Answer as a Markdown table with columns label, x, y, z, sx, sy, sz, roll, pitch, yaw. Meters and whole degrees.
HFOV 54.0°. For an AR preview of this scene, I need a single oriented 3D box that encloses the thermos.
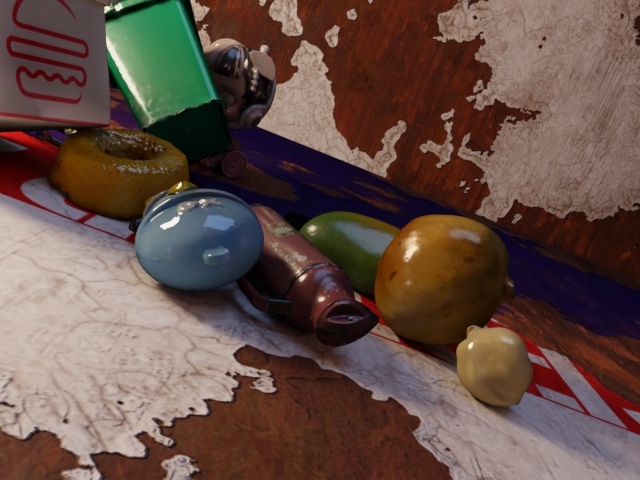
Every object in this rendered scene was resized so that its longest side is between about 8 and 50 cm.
| label | x | y | z | sx | sy | sz | roll | pitch | yaw |
| --- | --- | --- | --- | --- | --- | --- | --- | --- | --- |
| thermos | -0.047 | 0.049 | 0.943 | 0.136 | 0.109 | 0.330 | 29 | 7 | -39 |

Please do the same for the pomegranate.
| label | x | y | z | sx | sy | sz | roll | pitch | yaw |
| --- | --- | --- | --- | --- | --- | --- | --- | --- | --- |
| pomegranate | 0.200 | 0.059 | 1.047 | 0.233 | 0.233 | 0.233 | 21 | 14 | -5 |

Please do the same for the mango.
| label | x | y | z | sx | sy | sz | roll | pitch | yaw |
| --- | --- | --- | --- | --- | --- | --- | --- | --- | --- |
| mango | 0.080 | 0.024 | 1.210 | 0.251 | 0.114 | 0.156 | 21 | 57 | 9 |

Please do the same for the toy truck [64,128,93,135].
| label | x | y | z | sx | sy | sz | roll | pitch | yaw |
| --- | --- | --- | --- | --- | --- | --- | --- | --- | --- |
| toy truck | -0.538 | -0.296 | 1.418 | 0.116 | 0.085 | 0.191 | -23 | 27 | -28 |

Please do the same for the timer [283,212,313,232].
| label | x | y | z | sx | sy | sz | roll | pitch | yaw |
| --- | --- | --- | --- | --- | --- | --- | --- | --- | --- |
| timer | 0.000 | 0.000 | 1.341 | 0.188 | 0.055 | 0.144 | 19 | 17 | 4 |

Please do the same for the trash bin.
| label | x | y | z | sx | sy | sz | roll | pitch | yaw |
| --- | --- | --- | --- | --- | --- | --- | --- | --- | --- |
| trash bin | -0.381 | -0.371 | 1.459 | 0.259 | 0.295 | 0.381 | 87 | -22 | -64 |

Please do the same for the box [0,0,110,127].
| label | x | y | z | sx | sy | sz | roll | pitch | yaw |
| --- | --- | --- | --- | --- | --- | --- | --- | --- | --- |
| box | -0.567 | -0.339 | 1.042 | 0.315 | 0.299 | 0.312 | 1 | 7 | 21 |

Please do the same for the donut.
| label | x | y | z | sx | sy | sz | roll | pitch | yaw |
| --- | --- | --- | --- | --- | --- | --- | --- | --- | --- |
| donut | -0.356 | -0.119 | 1.137 | 0.254 | 0.118 | 0.253 | 12 | 27 | -6 |

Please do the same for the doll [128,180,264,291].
| label | x | y | z | sx | sy | sz | roll | pitch | yaw |
| --- | --- | --- | --- | --- | --- | --- | --- | --- | --- |
| doll | -0.187 | -0.015 | 0.917 | 0.177 | 0.141 | 0.314 | -13 | 21 | -22 |

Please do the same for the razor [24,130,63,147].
| label | x | y | z | sx | sy | sz | roll | pitch | yaw |
| --- | --- | --- | --- | --- | --- | --- | --- | --- | --- |
| razor | -0.477 | -0.190 | 1.336 | 0.324 | 0.093 | 0.056 | 22 | 53 | -17 |

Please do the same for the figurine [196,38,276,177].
| label | x | y | z | sx | sy | sz | roll | pitch | yaw |
| --- | --- | --- | --- | --- | --- | --- | --- | --- | --- |
| figurine | -0.264 | -0.375 | 1.733 | 0.253 | 0.361 | 0.211 | 23 | 24 | 3 |

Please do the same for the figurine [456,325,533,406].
| label | x | y | z | sx | sy | sz | roll | pitch | yaw |
| --- | --- | --- | --- | --- | --- | --- | --- | --- | --- |
| figurine | 0.271 | 0.189 | 0.968 | 0.108 | 0.114 | 0.196 | 2 | -5 | 20 |
